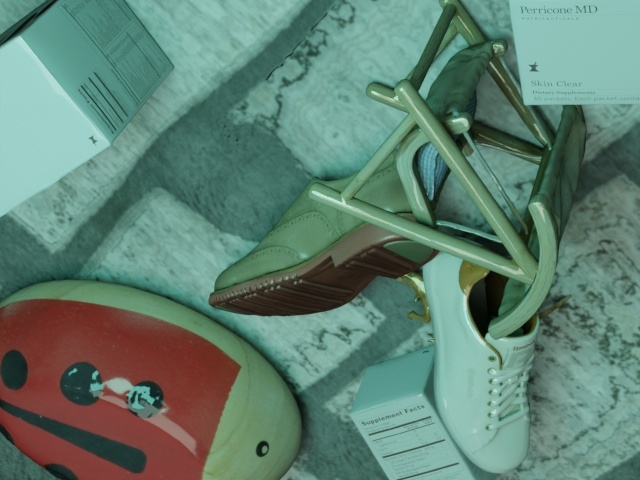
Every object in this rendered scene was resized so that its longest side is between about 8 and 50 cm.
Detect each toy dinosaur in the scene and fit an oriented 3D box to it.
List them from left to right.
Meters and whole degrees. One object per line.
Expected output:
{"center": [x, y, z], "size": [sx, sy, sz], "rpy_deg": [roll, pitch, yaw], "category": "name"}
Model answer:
{"center": [0.171, 0.089, 1.713], "size": [0.211, 0.064, 0.112], "rpy_deg": [19, 122, 5], "category": "toy dinosaur"}

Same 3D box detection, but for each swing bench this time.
{"center": [0.160, -0.080, 1.500], "size": [0.255, 0.253, 0.165], "rpy_deg": [37, 123, -7], "category": "swing bench"}

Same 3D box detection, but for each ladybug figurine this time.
{"center": [-0.248, 0.213, 1.857], "size": [0.449, 0.162, 0.305], "rpy_deg": [18, 124, 6], "category": "ladybug figurine"}

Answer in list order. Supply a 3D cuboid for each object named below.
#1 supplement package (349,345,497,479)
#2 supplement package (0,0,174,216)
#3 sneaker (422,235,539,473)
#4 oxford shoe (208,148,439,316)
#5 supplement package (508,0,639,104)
{"center": [0.130, 0.237, 1.788], "size": [0.105, 0.105, 0.179], "rpy_deg": [-20, 112, 27], "category": "supplement package"}
{"center": [-0.306, -0.163, 1.625], "size": [0.194, 0.203, 0.149], "rpy_deg": [-29, 108, 29], "category": "supplement package"}
{"center": [0.192, 0.142, 1.633], "size": [0.123, 0.106, 0.290], "rpy_deg": [16, 127, 58], "category": "sneaker"}
{"center": [0.000, 0.000, 1.702], "size": [0.348, 0.130, 0.123], "rpy_deg": [-22, 153, 39], "category": "oxford shoe"}
{"center": [0.320, -0.246, 1.360], "size": [0.262, 0.204, 0.145], "rpy_deg": [1, 142, 17], "category": "supplement package"}
